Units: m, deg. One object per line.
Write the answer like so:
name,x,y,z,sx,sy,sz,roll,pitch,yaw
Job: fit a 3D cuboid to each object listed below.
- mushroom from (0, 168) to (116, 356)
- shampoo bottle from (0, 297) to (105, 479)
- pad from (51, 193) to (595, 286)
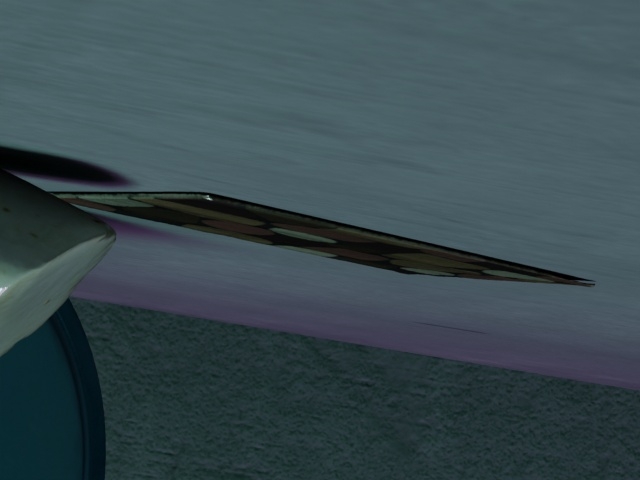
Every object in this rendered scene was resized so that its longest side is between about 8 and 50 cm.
mushroom,-0.203,-0.007,0.728,0.225,0.093,0.116,19,160,-3
shampoo bottle,-0.352,0.116,0.953,0.343,0.331,0.331,6,174,42
pad,0.000,0.000,0.867,0.235,0.003,0.158,12,174,-35
